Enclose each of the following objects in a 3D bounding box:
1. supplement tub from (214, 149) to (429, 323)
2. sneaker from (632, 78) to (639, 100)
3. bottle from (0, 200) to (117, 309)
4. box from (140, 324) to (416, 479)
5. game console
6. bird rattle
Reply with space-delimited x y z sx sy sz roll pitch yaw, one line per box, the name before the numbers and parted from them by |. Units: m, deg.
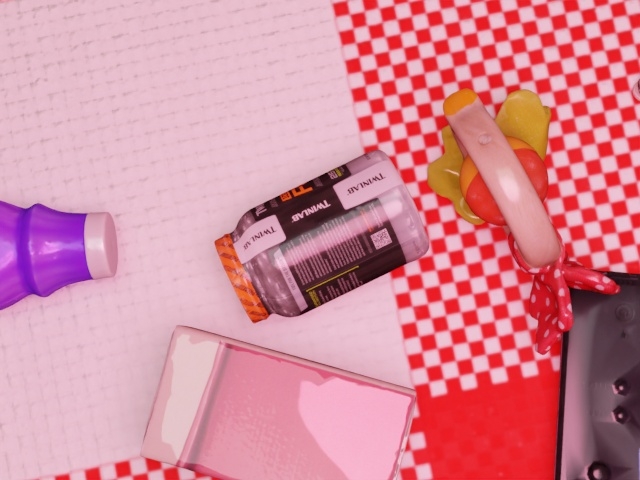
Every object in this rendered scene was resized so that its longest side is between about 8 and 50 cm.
supplement tub | 0.000 0.000 1.213 0.190 0.117 0.117 -26 83 -2
sneaker | 0.352 -0.175 1.259 0.032 0.037 0.083 38 85 8
bottle | -0.348 0.015 1.239 0.282 0.092 0.118 -5 83 2
box | -0.035 0.172 1.178 0.232 0.148 0.127 15 85 5
game console | 0.416 0.210 1.191 0.386 0.060 0.342 5 83 0
bird rattle | 0.174 -0.030 1.158 0.143 0.207 0.254 -23 56 12
